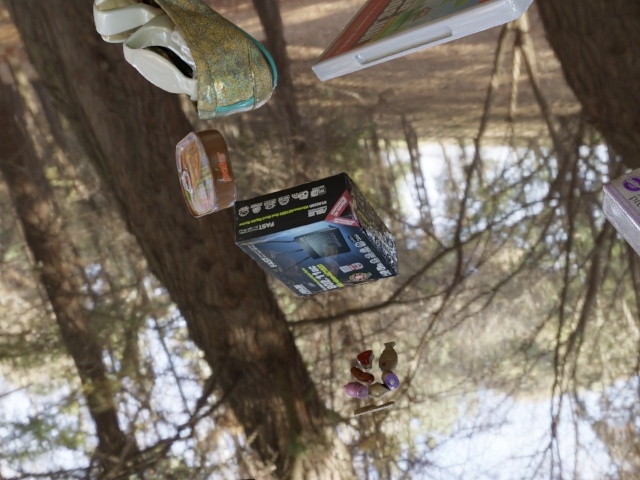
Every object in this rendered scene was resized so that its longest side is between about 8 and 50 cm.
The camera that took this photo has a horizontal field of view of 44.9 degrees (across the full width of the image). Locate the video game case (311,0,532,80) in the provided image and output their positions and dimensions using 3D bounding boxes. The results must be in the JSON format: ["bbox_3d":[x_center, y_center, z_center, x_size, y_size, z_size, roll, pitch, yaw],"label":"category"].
[{"bbox_3d":[0.133,-0.267,0.816,0.285,0.025,0.204,-3,-136,52],"label":"video game case"}]

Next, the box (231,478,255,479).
[{"bbox_3d":[-0.195,0.447,1.240,0.147,0.077,0.180,3,149,-24],"label":"box"}]

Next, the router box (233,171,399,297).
[{"bbox_3d":[0.000,0.000,0.610,0.092,0.038,0.122,-14,151,19],"label":"router box"}]

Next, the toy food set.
[{"bbox_3d":[0.068,0.181,1.045,0.078,0.019,0.122,-18,-151,12],"label":"toy food set"}]

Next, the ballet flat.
[{"bbox_3d":[-0.194,-0.251,0.898,0.123,0.123,0.348,-24,-125,-36],"label":"ballet flat"}]

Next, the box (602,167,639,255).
[{"bbox_3d":[0.468,0.039,0.963,0.063,0.067,0.324,-24,-132,-2],"label":"box"}]

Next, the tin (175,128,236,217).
[{"bbox_3d":[-0.153,-0.087,1.023,0.040,0.106,0.190,-11,-178,-21],"label":"tin"}]
